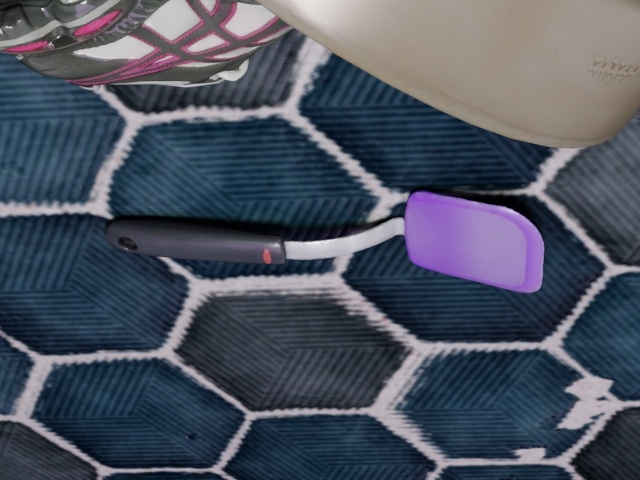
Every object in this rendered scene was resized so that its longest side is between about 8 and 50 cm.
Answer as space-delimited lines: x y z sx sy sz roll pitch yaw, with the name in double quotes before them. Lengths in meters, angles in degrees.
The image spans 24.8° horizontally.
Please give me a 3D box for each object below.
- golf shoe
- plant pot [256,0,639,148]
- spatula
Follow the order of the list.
"golf shoe" -0.049 -0.143 0.771 0.273 0.105 0.120 -6 156 20
"plant pot" 0.072 -0.239 0.490 0.323 0.323 0.280 27 120 -26
"spatula" 0.000 0.000 0.979 0.297 0.030 0.084 0 140 5
